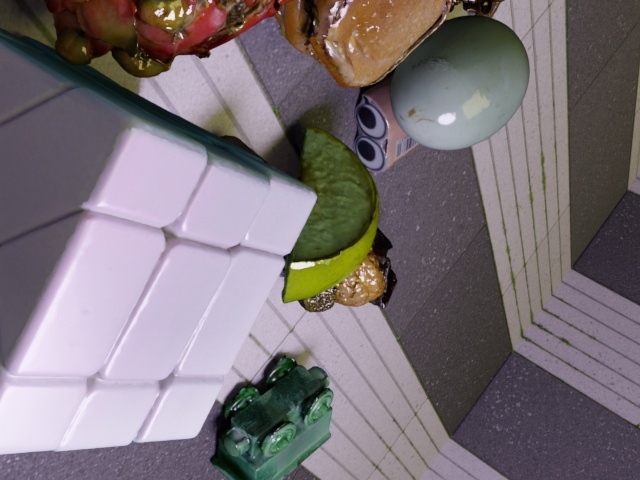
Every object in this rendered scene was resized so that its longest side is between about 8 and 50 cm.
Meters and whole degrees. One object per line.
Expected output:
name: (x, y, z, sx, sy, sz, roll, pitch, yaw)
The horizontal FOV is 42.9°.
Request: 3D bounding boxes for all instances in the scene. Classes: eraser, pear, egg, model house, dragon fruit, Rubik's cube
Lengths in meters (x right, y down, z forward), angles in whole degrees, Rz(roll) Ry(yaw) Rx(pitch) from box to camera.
eraser: (0.186, -0.253, 1.508, 0.290, 0.087, 0.171, -37, 146, -31)
pear: (0.004, -0.002, 1.307, 0.239, 0.139, 0.288, 115, -16, -51)
egg: (0.230, -0.259, 1.336, 0.282, 0.203, 0.203, -36, 144, -37)
model house: (0.105, 0.028, 1.604, 0.106, 0.165, 0.152, -21, 136, -23)
dragon fruit: (-0.155, -0.284, 0.792, 0.291, 0.250, 0.269, -57, 159, -25)
Rubik's cube: (-0.254, -0.004, 0.834, 0.316, 0.322, 0.319, 18, 101, -59)

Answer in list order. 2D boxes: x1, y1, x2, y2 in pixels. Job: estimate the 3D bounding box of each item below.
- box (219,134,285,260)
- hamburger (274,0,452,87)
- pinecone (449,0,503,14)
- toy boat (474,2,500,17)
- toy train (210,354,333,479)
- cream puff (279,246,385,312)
box: (-0.134, -0.031, 1.172, 0.129, 0.148, 0.210, -29, 141, -26)
hamburger: (0.049, -0.339, 1.086, 0.260, 0.211, 0.245, -27, 146, -34)
pinecone: (0.261, -0.488, 1.272, 0.224, 0.224, 0.272, -25, 160, -44)
toy boat: (0.326, -0.486, 1.534, 0.049, 0.047, 0.149, -26, 139, -43)
toy train: (-0.086, 0.362, 1.618, 0.266, 0.145, 0.202, -31, 145, -38)
cream puff: (0.005, 0.053, 1.469, 0.169, 0.183, 0.183, -28, 144, -10)
